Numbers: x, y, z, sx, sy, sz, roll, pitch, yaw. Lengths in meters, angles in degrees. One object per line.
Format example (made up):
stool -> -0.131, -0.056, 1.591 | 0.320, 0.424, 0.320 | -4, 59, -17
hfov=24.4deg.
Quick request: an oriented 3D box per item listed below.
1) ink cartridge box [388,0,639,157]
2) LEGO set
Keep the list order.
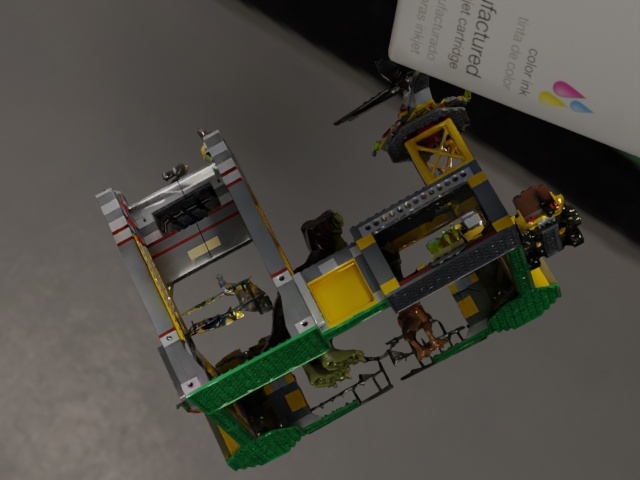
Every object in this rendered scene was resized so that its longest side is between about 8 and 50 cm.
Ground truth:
ink cartridge box -> 0.208, -0.154, 0.745 | 0.306, 0.131, 0.226 | 24, -48, 16
LEGO set -> 0.000, 0.000, 1.057 | 0.192, 0.331, 0.255 | 63, 10, 24
